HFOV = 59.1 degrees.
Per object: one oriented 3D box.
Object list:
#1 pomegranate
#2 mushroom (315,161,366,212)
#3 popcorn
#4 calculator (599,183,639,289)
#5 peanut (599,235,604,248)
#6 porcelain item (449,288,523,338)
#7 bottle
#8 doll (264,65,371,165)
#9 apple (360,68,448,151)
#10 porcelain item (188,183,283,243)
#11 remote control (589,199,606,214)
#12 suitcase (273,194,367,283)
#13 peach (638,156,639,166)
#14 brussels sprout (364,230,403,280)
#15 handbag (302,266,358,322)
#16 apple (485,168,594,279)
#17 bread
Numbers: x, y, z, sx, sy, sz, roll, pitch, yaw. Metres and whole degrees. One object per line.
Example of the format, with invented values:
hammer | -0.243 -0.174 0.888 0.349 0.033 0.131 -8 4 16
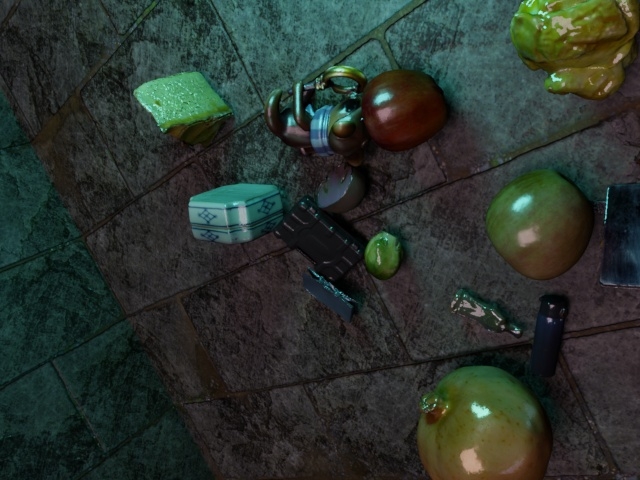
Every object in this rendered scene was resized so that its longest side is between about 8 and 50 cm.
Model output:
pomegranate | 0.457 0.554 1.634 0.412 0.411 0.411 17 121 31
mushroom | 0.072 -0.151 1.775 0.117 0.141 0.188 36 143 -27
popcorn | 0.545 -0.437 1.214 0.226 0.276 0.276 -34 89 6
calculator | 0.735 -0.015 1.296 0.161 0.021 0.261 3 72 37
peanut | 0.778 0.006 1.336 0.214 0.100 0.099 6 115 41
porcelain item | 0.494 0.221 1.663 0.216 0.069 0.081 26 113 27
bottle | 0.636 0.267 1.573 0.082 0.072 0.244 29 129 50
doll | 0.008 -0.363 1.686 0.340 0.209 0.318 14 152 34
apple | 0.215 -0.348 1.501 0.234 0.234 0.233 17 121 31
porcelain item | -0.293 -0.094 1.967 0.286 0.281 0.157 7 113 33
remote control | 0.706 -0.082 1.391 0.096 0.014 0.039 1 112 36
suitcase | 0.000 0.000 1.886 0.285 0.066 0.206 41 132 -6
peach | 0.768 -0.175 1.266 0.098 0.061 0.098 9 108 29
brussels sprout | 0.200 0.049 1.768 0.118 0.155 0.155 19 130 -14
handbag | 0.034 0.186 1.961 0.221 0.057 0.144 37 162 18
apple | 0.541 -0.042 1.382 0.234 0.257 0.256 -44 82 22
bread | -0.500 -0.418 1.961 0.248 0.315 0.279 54 142 5
